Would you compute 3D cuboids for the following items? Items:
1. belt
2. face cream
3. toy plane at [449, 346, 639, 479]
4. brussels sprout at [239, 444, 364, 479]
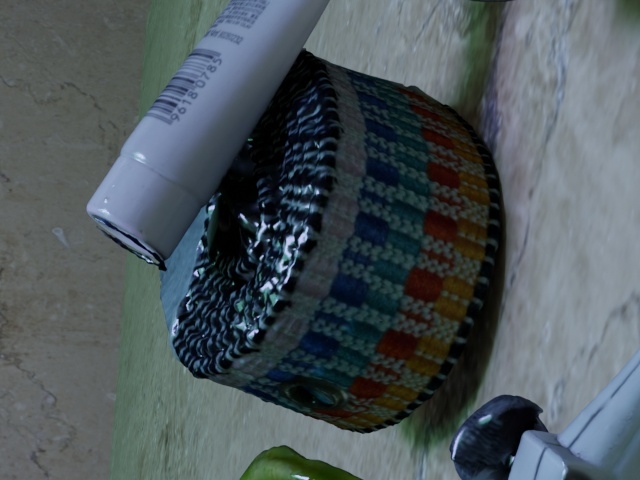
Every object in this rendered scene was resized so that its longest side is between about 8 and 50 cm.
[{"bbox_3d":[0.000,0.000,0.932,0.207,0.150,0.257,-61,22,14],"label":"belt"},{"bbox_3d":[-0.050,-0.099,0.891,0.244,0.058,0.092,-57,29,-10],"label":"face cream"},{"bbox_3d":[0.116,0.062,0.512,0.182,0.107,0.273,-110,36,-56],"label":"toy plane"},{"bbox_3d":[-0.036,0.239,0.705,0.227,0.259,0.294,35,127,41],"label":"brussels sprout"}]
